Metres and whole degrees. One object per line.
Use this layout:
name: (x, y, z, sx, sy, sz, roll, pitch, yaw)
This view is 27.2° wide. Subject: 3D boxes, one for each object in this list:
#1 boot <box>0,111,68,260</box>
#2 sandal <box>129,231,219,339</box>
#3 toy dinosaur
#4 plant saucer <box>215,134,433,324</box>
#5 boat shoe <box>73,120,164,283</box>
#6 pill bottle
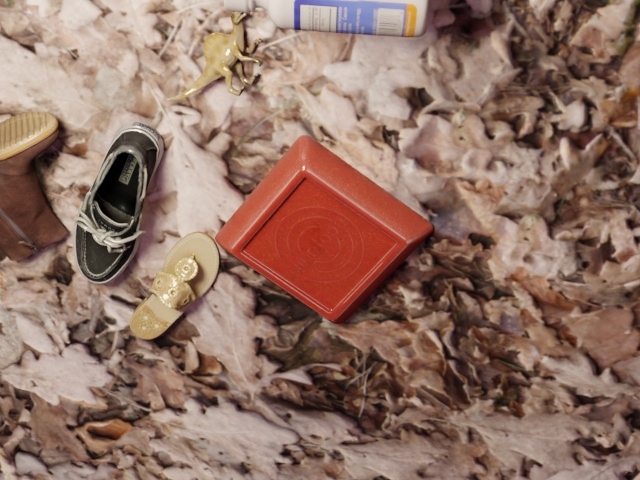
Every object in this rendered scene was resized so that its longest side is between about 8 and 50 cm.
boot: (-0.465, -0.084, 2.106, 0.248, 0.090, 0.207, -26, 128, 20)
sandal: (-0.243, 0.095, 2.163, 0.088, 0.079, 0.240, 33, 122, -11)
toy dinosaur: (-0.139, -0.258, 1.945, 0.092, 0.053, 0.183, 40, 114, 3)
plant saucer: (0.000, 0.000, 2.078, 0.259, 0.048, 0.258, 34, 122, -13)
boat shoe: (-0.325, -0.037, 2.077, 0.113, 0.105, 0.306, 26, 123, -7)
pill bottle: (0.011, -0.355, 1.771, 0.272, 0.152, 0.152, 5, 123, 2)
